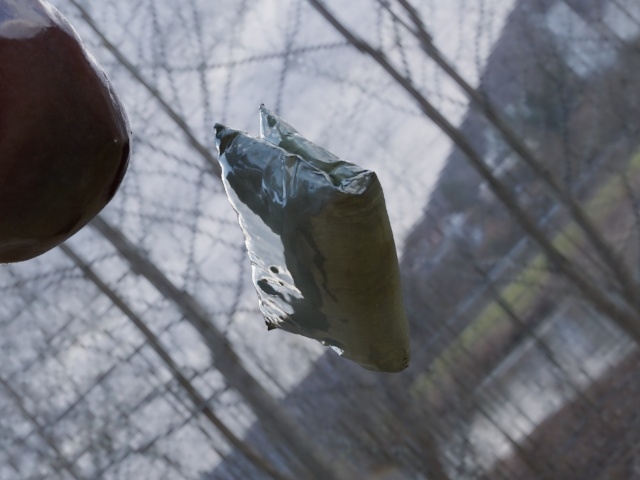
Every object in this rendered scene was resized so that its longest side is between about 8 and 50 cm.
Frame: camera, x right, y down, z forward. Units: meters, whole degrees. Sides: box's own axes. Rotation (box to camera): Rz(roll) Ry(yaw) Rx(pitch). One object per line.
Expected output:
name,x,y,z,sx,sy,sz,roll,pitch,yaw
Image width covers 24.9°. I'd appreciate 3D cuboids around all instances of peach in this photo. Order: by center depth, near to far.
peach,-0.163,-0.063,0.749,0.152,0.152,0.152,-45,-7,-7

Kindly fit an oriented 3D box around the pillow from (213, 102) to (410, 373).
pillow,0.000,0.000,0.987,0.078,0.134,0.181,-35,-48,-23
